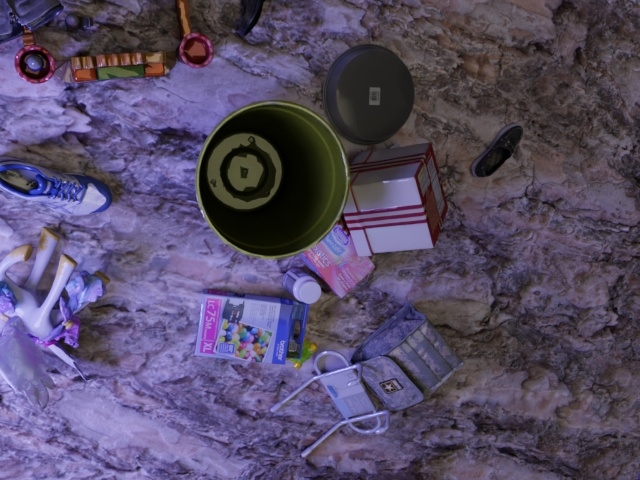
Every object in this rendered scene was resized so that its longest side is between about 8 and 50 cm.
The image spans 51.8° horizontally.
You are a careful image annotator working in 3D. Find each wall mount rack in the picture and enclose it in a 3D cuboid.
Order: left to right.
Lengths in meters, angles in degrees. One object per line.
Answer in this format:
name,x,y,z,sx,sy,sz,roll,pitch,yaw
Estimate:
wall mount rack,0.035,0.522,2.046,0.304,0.130,0.350,-21,112,20

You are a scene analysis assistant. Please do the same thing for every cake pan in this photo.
cake pan,0.150,-0.421,1.913,0.293,0.054,0.293,-5,104,-21

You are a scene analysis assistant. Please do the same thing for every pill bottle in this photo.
pill bottle,-0.053,0.133,1.907,0.078,0.137,0.078,-5,104,-21

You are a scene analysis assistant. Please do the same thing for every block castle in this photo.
block castle,-0.493,-0.529,1.538,0.453,0.213,0.303,-11,106,-20

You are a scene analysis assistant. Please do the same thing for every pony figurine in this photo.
pony figurine,-0.694,0.198,1.617,0.351,0.303,0.363,38,89,7

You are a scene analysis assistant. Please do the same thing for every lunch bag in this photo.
lunch bag,0.263,0.383,2.081,0.287,0.169,0.235,-41,112,-2

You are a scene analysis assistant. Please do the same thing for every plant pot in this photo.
plant pot,-0.159,-0.165,1.673,0.366,0.353,0.366,-3,101,-18

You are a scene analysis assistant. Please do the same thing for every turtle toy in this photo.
turtle toy,-0.078,0.317,1.977,0.130,0.066,0.095,42,92,-23

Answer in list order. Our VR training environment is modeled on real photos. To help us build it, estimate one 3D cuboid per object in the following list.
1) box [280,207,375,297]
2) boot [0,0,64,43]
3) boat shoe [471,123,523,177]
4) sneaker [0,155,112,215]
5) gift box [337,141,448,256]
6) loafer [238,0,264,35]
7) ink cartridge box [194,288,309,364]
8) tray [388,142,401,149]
box,0.000,0.000,1.891,0.142,0.154,0.300,-42,113,-9
boot,-0.600,-0.568,1.362,0.338,0.118,0.223,-35,102,0
boat shoe,0.579,-0.286,2.106,0.228,0.076,0.080,-41,114,-9
sneaker,-0.657,-0.121,1.608,0.296,0.131,0.112,13,95,-26
gift box,0.186,-0.135,1.820,0.255,0.258,0.276,-53,130,-55
loafer,-0.182,-0.624,1.735,0.061,0.062,0.170,25,88,-3
ink cartridge box,-0.193,0.251,1.883,0.311,0.065,0.186,7,100,-11
tray,0.244,-0.153,2.024,0.145,0.030,0.270,-39,113,-11
